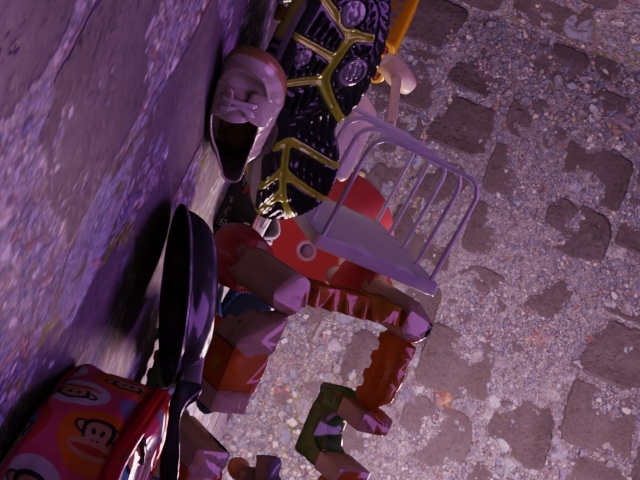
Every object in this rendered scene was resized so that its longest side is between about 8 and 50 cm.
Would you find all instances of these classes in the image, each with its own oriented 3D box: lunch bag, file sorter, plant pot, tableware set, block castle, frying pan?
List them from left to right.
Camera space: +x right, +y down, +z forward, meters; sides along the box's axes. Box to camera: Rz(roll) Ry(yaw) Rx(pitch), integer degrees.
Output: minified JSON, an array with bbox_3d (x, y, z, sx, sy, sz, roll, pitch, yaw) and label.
[{"bbox_3d":[-0.235,0.265,0.972,0.258,0.120,0.293,-84,-167,-82],"label":"lunch bag"},{"bbox_3d":[-0.135,0.097,1.096,0.326,0.053,0.197,-108,-152,-52],"label":"frying pan"},{"bbox_3d":[-0.081,0.223,1.421,0.213,0.303,0.454,31,-78,51],"label":"block castle"},{"bbox_3d":[-0.028,-0.336,1.405,0.104,0.024,0.154,103,9,-47],"label":"tableware set"},{"bbox_3d":[0.000,0.000,2.213,0.275,0.274,0.243,-70,168,14],"label":"plant pot"},{"bbox_3d":[0.076,-0.076,1.525,0.173,0.192,0.278,-62,-158,11],"label":"file sorter"}]

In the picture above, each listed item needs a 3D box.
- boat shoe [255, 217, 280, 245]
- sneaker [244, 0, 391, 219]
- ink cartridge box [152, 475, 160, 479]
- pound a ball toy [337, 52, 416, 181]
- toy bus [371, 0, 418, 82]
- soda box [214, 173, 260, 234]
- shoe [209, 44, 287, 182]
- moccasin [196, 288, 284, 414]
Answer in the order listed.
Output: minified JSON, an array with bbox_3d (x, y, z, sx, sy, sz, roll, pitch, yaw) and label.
[{"bbox_3d":[-0.103,-0.017,1.721,0.226,0.075,0.083,106,6,-64],"label":"boat shoe"},{"bbox_3d":[-0.033,-0.199,1.307,0.147,0.145,0.385,61,-37,34],"label":"sneaker"},{"bbox_3d":[-0.240,0.306,1.188,0.180,0.104,0.060,-50,161,-83],"label":"ink cartridge box"},{"bbox_3d":[0.023,-0.210,1.786,0.208,0.136,0.319,-29,-161,29],"label":"pound a ball toy"},{"bbox_3d":[0.118,-0.460,2.155,0.333,0.130,0.108,-66,176,-47],"label":"toy bus"},{"bbox_3d":[-0.101,-0.077,1.566,0.060,0.053,0.169,102,10,-72],"label":"soda box"},{"bbox_3d":[-0.085,-0.136,1.188,0.219,0.076,0.058,110,-4,-63],"label":"shoe"},{"bbox_3d":[-0.148,0.206,1.945,0.117,0.137,0.342,-60,171,-45],"label":"moccasin"}]
